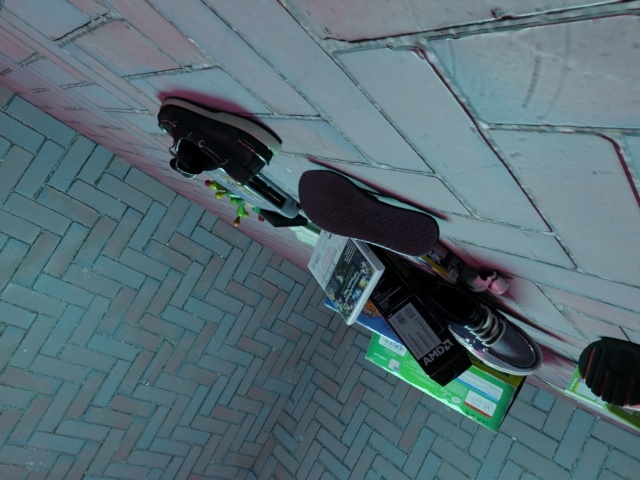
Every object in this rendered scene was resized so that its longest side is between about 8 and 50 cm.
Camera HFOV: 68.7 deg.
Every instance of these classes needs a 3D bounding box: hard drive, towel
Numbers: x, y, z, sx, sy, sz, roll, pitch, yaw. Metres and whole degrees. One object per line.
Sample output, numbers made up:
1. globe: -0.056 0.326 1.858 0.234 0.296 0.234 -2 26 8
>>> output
1. hard drive: -0.102 -0.064 1.269 0.094 0.022 0.135 -3 -163 -22
2. towel: 0.000 0.000 1.524 0.248 0.038 0.325 26 172 13

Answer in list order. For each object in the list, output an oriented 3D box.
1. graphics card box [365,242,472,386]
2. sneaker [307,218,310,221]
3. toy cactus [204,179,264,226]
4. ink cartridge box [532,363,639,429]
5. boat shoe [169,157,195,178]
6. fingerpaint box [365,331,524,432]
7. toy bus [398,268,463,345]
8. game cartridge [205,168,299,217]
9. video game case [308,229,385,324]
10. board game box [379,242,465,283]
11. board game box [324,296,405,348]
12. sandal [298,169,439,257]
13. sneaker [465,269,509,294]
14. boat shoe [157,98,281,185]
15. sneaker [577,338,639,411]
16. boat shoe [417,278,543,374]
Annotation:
1. graphics card box: 0.172 0.137 1.033 0.371 0.094 0.233 52 -178 29
2. sneaker: -0.012 -0.062 1.197 0.037 0.031 0.083 16 178 5
3. toy cactus: -0.234 -0.118 1.416 0.181 0.112 0.219 3 147 51
4. ink cartridge box: 0.737 0.400 1.267 0.189 0.097 0.255 31 174 -19
5. boat shoe: -0.452 -0.238 1.541 0.133 0.048 0.042 28 -178 40
6. fingerpaint box: 0.435 0.387 1.553 0.445 0.163 0.371 24 -165 29
7. toy bus: 0.334 0.201 1.354 0.333 0.108 0.130 34 171 -36
8. game cartridge: -0.206 -0.156 1.179 0.198 0.062 0.297 16 166 44
9. video game case: 0.046 0.055 0.971 0.173 0.022 0.190 54 143 29
10. board game box: 0.175 0.014 0.913 0.170 0.048 0.141 34 173 -34
11. board game box: 0.201 0.232 1.292 0.302 0.086 0.308 25 173 26
12. sandal: 0.073 -0.042 0.784 0.255 0.097 0.054 27 -161 17
13. sneaker: 0.309 0.072 0.885 0.043 0.040 0.109 47 166 -10
14. boat shoe: -0.217 -0.171 0.863 0.340 0.113 0.127 24 171 35
15. sneaker: 0.598 0.267 0.798 0.136 0.115 0.314 31 172 -24
16. boat shoe: 0.380 0.207 1.114 0.341 0.127 0.158 32 176 13
